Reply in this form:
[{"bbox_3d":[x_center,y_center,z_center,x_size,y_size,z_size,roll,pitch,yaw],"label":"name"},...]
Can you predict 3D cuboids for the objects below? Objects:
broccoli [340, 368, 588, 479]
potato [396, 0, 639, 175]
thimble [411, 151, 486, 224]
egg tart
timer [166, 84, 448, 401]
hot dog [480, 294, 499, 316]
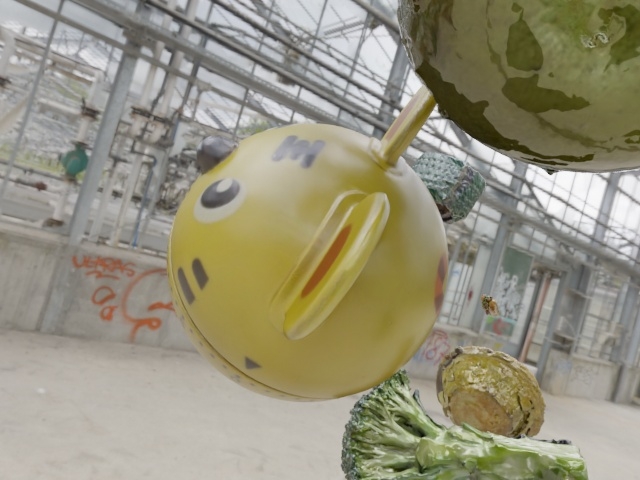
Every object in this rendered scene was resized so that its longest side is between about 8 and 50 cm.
[{"bbox_3d":[0.205,0.365,0.768,0.361,0.252,0.221,14,-26,39],"label":"broccoli"},{"bbox_3d":[0.214,-0.177,0.408,0.270,0.219,0.359,33,25,16],"label":"potato"},{"bbox_3d":[0.211,-0.090,0.877,0.118,0.090,0.135,35,-7,-34],"label":"thimble"},{"bbox_3d":[0.345,0.340,1.060,0.241,0.241,0.106,15,28,32],"label":"egg tart"},{"bbox_3d":[0.000,0.000,0.593,0.376,0.376,0.387,17,-37,-16],"label":"timer"},{"bbox_3d":[0.333,0.131,0.988,0.037,0.021,0.083,34,-9,38],"label":"hot dog"}]
